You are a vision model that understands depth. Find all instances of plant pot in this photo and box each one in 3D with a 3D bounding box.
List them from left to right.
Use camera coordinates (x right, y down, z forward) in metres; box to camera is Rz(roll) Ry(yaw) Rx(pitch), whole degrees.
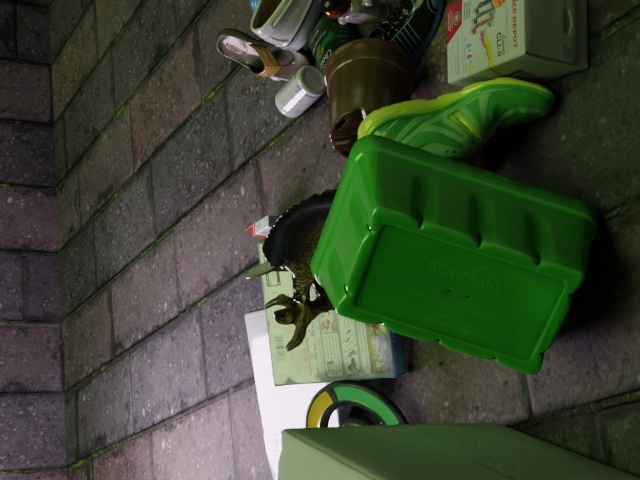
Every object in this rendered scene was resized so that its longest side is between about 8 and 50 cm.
[{"bbox_3d":[0.084,-0.233,1.767,0.167,0.167,0.165,-52,24,43],"label":"plant pot"}]

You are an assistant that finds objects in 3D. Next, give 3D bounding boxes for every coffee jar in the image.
[{"bbox_3d":[0.041,-0.345,1.982,0.096,0.079,0.184,-55,43,41],"label":"coffee jar"}]

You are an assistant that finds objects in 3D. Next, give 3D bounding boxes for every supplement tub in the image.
[{"bbox_3d":[-0.041,-0.309,2.123,0.107,0.071,0.071,-35,57,53],"label":"supplement tub"}]

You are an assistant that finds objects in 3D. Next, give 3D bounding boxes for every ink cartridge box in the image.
[{"bbox_3d":[-0.112,-0.023,2.213,0.115,0.063,0.029,-29,60,55],"label":"ink cartridge box"},{"bbox_3d":[-0.016,0.308,2.020,0.308,0.091,0.384,-17,83,57],"label":"ink cartridge box"},{"bbox_3d":[0.290,-0.303,1.514,0.176,0.127,0.128,-12,75,57],"label":"ink cartridge box"}]

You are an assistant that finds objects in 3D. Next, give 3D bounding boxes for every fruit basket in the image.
[{"bbox_3d":[0.183,0.013,1.489,0.392,0.392,0.282,51,128,49],"label":"fruit basket"}]

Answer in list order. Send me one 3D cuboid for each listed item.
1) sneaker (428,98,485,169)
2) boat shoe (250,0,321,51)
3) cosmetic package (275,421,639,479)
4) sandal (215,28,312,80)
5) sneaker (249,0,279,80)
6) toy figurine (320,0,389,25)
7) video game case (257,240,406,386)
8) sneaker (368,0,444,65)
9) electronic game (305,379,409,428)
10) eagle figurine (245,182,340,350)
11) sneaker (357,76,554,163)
[{"bbox_3d":[0.178,-0.124,1.713,0.282,0.099,0.153,127,143,-50],"label":"sneaker"},{"bbox_3d":[-0.053,-0.575,2.052,0.136,0.156,0.367,39,109,49],"label":"boat shoe"},{"bbox_3d":[0.171,0.440,1.365,0.327,0.394,0.329,12,96,59],"label":"cosmetic package"},{"bbox_3d":[-0.126,-0.387,2.167,0.060,0.219,0.090,-63,-7,-48],"label":"sandal"},{"bbox_3d":[-0.107,-0.468,2.197,0.091,0.126,0.240,35,116,55],"label":"sneaker"},{"bbox_3d":[0.050,-0.519,1.921,0.213,0.148,0.209,54,131,47],"label":"toy figurine"},{"bbox_3d":[0.019,0.119,1.841,0.244,0.061,0.269,-8,87,27],"label":"video game case"},{"bbox_3d":[0.138,-0.367,1.811,0.081,0.090,0.232,57,134,45],"label":"sneaker"},{"bbox_3d":[0.069,0.354,1.800,0.229,0.048,0.229,12,112,33],"label":"electronic game"},{"bbox_3d":[0.011,0.001,1.692,0.226,0.225,0.298,-122,38,-58],"label":"eagle figurine"},{"bbox_3d":[0.207,-0.161,1.534,0.109,0.296,0.123,59,-163,-78],"label":"sneaker"}]
